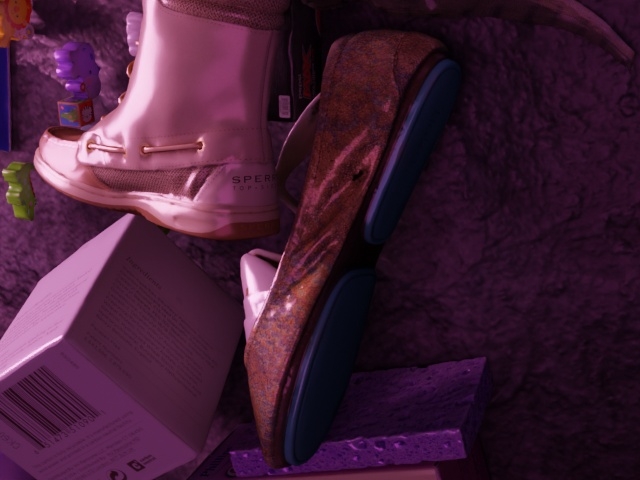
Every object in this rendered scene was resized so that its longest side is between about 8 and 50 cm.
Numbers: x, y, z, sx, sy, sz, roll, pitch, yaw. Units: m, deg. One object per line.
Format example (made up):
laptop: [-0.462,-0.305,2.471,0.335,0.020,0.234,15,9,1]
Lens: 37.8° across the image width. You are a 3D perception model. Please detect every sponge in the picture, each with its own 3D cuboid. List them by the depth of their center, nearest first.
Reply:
sponge: [0.035,0.150,0.795,0.210,0.117,0.031,-11,108,25]

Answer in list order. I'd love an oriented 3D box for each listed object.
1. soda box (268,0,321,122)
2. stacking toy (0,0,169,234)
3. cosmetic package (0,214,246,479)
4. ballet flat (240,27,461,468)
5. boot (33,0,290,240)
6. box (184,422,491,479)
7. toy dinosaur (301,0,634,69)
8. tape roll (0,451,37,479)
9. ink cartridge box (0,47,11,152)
soda box: [-0.034,-0.182,0.743,0.053,0.060,0.168,8,111,22]
stacking toy: [-0.214,-0.114,0.853,0.167,0.052,0.221,9,114,20]
cosmetic package: [-0.182,0.103,0.815,0.151,0.183,0.151,-32,113,29]
ballet flat: [0.000,0.000,0.730,0.123,0.123,0.348,22,96,15]
boot: [-0.127,-0.122,0.719,0.262,0.095,0.203,18,108,42]
box: [0.034,0.275,0.840,0.243,0.117,0.213,-11,103,25]
toy dinosaur: [0.103,-0.208,0.676,0.268,0.064,0.118,12,106,7]
tape roll: [-0.388,0.275,1.042,0.189,0.080,0.188,8,111,21]
ink cartridge box: [-0.476,-0.199,0.929,0.371,0.069,0.175,12,112,16]
